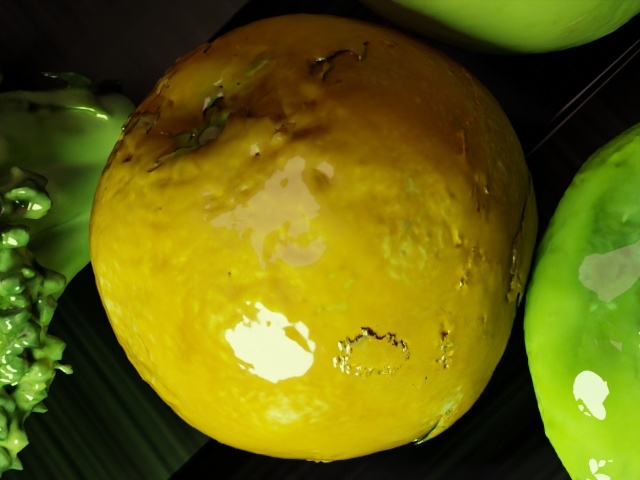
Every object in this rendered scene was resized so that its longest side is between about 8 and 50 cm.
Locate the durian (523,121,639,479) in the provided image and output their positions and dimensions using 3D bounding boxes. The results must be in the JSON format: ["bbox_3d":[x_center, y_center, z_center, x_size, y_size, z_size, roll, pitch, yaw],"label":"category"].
[{"bbox_3d":[0.183,0.025,1.032,0.139,0.101,0.250,32,93,24],"label":"durian"}]

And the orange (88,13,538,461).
[{"bbox_3d":[0.000,0.000,1.038,0.246,0.246,0.246,-4,78,22],"label":"orange"}]

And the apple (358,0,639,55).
[{"bbox_3d":[0.098,-0.234,1.038,0.279,0.279,0.279,-4,78,22],"label":"apple"}]

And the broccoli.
[{"bbox_3d":[-0.252,-0.005,1.120,0.324,0.272,0.334,-25,83,32],"label":"broccoli"}]
